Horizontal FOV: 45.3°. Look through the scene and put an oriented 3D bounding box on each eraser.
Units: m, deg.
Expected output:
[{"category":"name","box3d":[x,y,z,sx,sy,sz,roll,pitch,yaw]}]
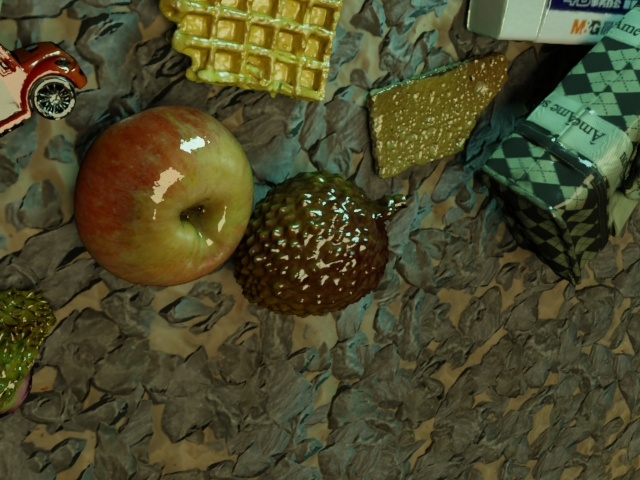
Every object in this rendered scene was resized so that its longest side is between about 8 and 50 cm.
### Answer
[{"category":"eraser","box3d":[0.350,-0.348,1.094,0.287,0.086,0.130,-7,116,-28]}]

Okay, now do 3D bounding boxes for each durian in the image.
[{"category":"durian","box3d":[-0.376,0.138,0.857,0.187,0.108,0.119,-50,126,-3]}]

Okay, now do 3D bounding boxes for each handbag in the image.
[{"category":"handbag","box3d":[0.460,-0.148,1.146,0.416,0.180,0.317,-47,142,-1]}]

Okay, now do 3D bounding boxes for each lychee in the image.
[{"category":"lychee","box3d":[0.000,0.000,0.971,0.238,0.200,0.200,-30,125,9]}]

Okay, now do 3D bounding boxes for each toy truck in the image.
[{"category":"toy truck","box3d":[-0.363,-0.135,0.752,0.252,0.107,0.114,-35,123,-13]}]

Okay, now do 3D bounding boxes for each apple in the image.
[{"category":"apple","box3d":[-0.176,-0.048,0.867,0.209,0.164,0.209,-22,127,-32]}]

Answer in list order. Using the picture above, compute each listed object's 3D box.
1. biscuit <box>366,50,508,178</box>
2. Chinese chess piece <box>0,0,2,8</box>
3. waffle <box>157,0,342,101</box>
[{"category":"biscuit","box3d":[0.171,-0.181,1.097,0.237,0.026,0.131,-22,121,-22]},{"category":"Chinese chess piece","box3d":[-0.399,-0.226,0.643,0.250,0.103,0.250,2,83,-13]},{"category":"waffle","box3d":[-0.080,-0.285,0.887,0.219,0.057,0.229,1,108,-30]}]
